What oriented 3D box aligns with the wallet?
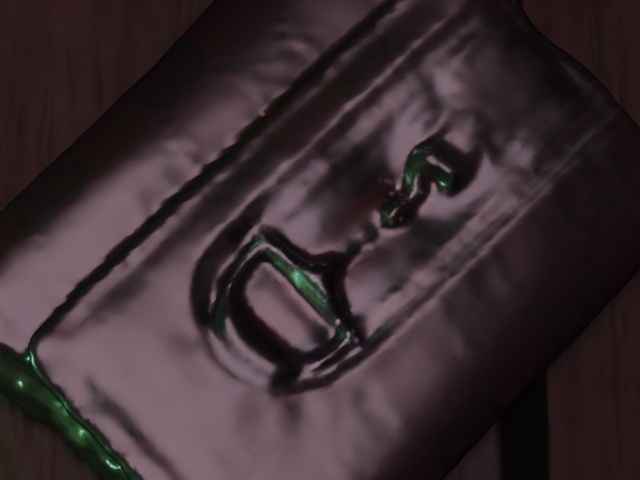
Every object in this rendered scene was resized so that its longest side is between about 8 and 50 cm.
[{"bbox_3d":[0.000,0.000,0.639,0.182,0.049,0.229,43,72,4],"label":"wallet"}]
